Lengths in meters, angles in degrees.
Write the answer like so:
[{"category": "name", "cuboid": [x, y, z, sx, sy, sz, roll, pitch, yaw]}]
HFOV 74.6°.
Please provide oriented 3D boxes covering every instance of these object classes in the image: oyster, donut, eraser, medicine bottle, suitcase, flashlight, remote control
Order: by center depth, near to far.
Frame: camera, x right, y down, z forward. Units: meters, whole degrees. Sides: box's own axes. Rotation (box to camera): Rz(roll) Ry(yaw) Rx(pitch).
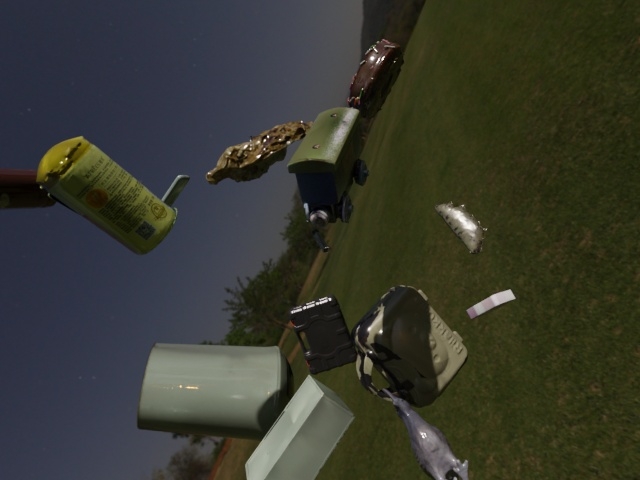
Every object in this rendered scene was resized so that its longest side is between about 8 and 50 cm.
[{"category": "medicine bottle", "cuboid": [-0.397, -0.082, 0.785, 0.124, 0.239, 0.124, -31, 34, 24]}, {"category": "eraser", "cuboid": [0.389, 0.148, 0.964, 0.026, 0.065, 0.105, 66, 149, 21]}, {"category": "oyster", "cuboid": [-0.130, -0.260, 1.125, 0.204, 0.111, 0.396, -30, 10, 34]}, {"category": "flashlight", "cuboid": [0.000, 0.000, 1.205, 0.018, 0.018, 0.083, -61, 41, 31]}, {"category": "remote control", "cuboid": [-0.426, -0.139, 1.220, 0.124, 0.018, 0.053, -49, -9, 19]}, {"category": "suitcase", "cuboid": [0.272, 0.360, 1.354, 0.339, 0.351, 0.194, -41, 1, -21]}, {"category": "donut", "cuboid": [0.183, -0.533, 1.396, 0.269, 0.103, 0.269, -56, -8, -12]}, {"category": "suitcase", "cuboid": [0.011, 0.374, 1.669, 0.066, 0.207, 0.285, -66, -43, -81]}]

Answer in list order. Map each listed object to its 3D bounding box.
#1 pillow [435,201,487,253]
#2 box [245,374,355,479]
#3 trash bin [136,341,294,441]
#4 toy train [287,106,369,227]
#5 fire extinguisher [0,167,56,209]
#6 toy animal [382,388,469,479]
[{"category": "pillow", "cuboid": [0.490, -0.059, 1.436, 0.093, 0.051, 0.241, -39, 52, 14]}, {"category": "box", "cuboid": [-0.043, 0.398, 0.832, 0.225, 0.086, 0.129, -54, 10, -9]}, {"category": "trash bin", "cuboid": [-0.294, 0.447, 1.262, 0.280, 0.433, 0.280, -172, 90, -78]}, {"category": "toy train", "cuboid": [0.033, -0.177, 1.019, 0.299, 0.131, 0.201, -68, -26, -46]}, {"category": "fire extinguisher", "cuboid": [-0.877, -0.125, 1.094, 0.337, 0.114, 0.135, -13, -77, -66]}, {"category": "toy animal", "cuboid": [0.266, 0.490, 0.909, 0.081, 0.367, 0.206, -32, -8, -11]}]
